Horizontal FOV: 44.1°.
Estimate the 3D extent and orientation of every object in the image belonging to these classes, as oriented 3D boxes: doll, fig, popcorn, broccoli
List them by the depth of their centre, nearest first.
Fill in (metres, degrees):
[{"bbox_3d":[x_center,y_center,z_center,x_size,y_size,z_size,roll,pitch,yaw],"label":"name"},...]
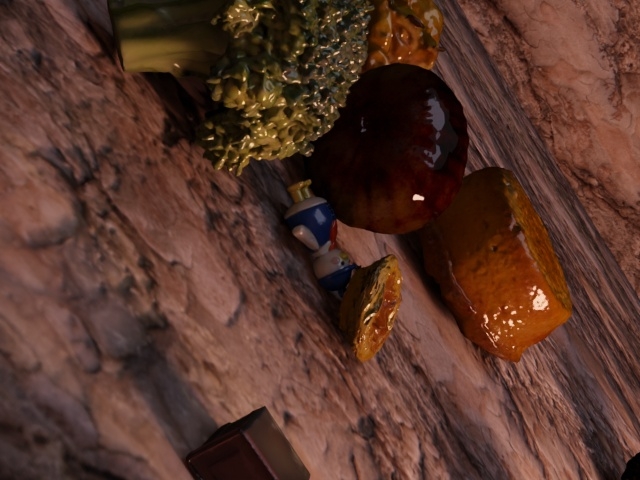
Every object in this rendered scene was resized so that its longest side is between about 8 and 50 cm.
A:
[{"bbox_3d":[-0.059,-0.196,0.795,0.235,0.259,0.288,50,-20,9],"label":"broccoli"},{"bbox_3d":[0.000,0.000,0.907,0.098,0.057,0.143,-16,83,-65],"label":"doll"},{"bbox_3d":[0.096,-0.099,1.071,0.321,0.216,0.217,47,19,-74],"label":"fig"},{"bbox_3d":[0.082,-0.321,1.244,0.190,0.191,0.254,28,47,-27],"label":"popcorn"}]

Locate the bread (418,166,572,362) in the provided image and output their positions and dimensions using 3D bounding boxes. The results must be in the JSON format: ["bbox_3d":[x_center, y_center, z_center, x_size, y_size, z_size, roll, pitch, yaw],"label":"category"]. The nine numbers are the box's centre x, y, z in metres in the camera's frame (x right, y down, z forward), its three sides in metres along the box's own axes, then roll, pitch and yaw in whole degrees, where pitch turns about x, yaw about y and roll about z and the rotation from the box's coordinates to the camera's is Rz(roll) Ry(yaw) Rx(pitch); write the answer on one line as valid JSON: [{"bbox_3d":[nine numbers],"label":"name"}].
[{"bbox_3d":[0.269,0.031,1.227,0.312,0.172,0.312,46,28,-33],"label":"bread"}]

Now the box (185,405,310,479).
[{"bbox_3d":[-0.052,0.178,0.618,0.085,0.060,0.063,57,21,-5],"label":"box"}]

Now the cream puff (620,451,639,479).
[{"bbox_3d":[0.637,0.490,1.431,0.239,0.164,0.239,43,29,-32],"label":"cream puff"}]

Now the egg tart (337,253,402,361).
[{"bbox_3d":[0.056,0.073,0.896,0.130,0.052,0.130,16,90,-70],"label":"egg tart"}]
